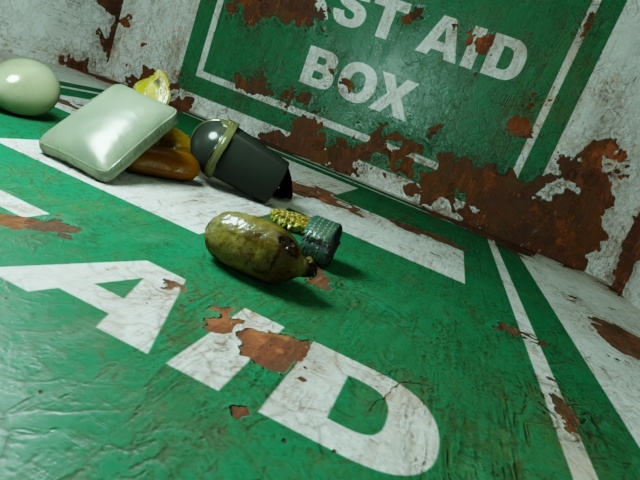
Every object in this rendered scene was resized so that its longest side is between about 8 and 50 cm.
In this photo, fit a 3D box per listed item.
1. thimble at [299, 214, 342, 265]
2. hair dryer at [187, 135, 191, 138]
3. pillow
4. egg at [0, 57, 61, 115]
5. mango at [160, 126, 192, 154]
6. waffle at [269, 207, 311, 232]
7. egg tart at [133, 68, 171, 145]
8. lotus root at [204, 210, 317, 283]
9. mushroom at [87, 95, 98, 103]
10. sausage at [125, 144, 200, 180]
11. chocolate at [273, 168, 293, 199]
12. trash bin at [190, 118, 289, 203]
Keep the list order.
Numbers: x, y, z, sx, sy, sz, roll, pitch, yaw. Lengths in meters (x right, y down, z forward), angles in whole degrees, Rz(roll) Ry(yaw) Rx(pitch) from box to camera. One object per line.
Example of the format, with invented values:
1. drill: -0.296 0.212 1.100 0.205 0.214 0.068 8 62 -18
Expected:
1. thimble: 0.000 0.001 1.345 0.090 0.118 0.135 19 29 10
2. hair dryer: -0.613 -0.470 2.383 0.173 0.050 0.195 24 11 -1
3. pillow: -0.593 -0.315 1.426 0.255 0.120 0.322 26 54 14
4. egg: -0.995 -0.514 1.686 0.188 0.188 0.253 22 20 4
5. mango: -0.536 -0.335 1.832 0.177 0.120 0.295 16 20 -35
6. waffle: -0.079 -0.060 1.619 0.191 0.038 0.191 20 14 -5
7. egg tart: -0.570 -0.425 1.649 0.115 0.290 0.290 8 19 -28
8. lotus root: -0.125 0.018 1.078 0.260 0.128 0.145 24 5 6
9. mushroom: -0.940 -0.567 2.173 0.123 0.095 0.351 34 8 -29
10. sausage: -0.505 -0.247 1.579 0.274 0.105 0.105 6 21 -46
11. chocolate: -0.190 -0.232 1.979 0.133 0.156 0.156 -5 11 10
12. trash bin: -0.293 -0.282 1.736 0.334 0.214 0.214 33 11 -15
